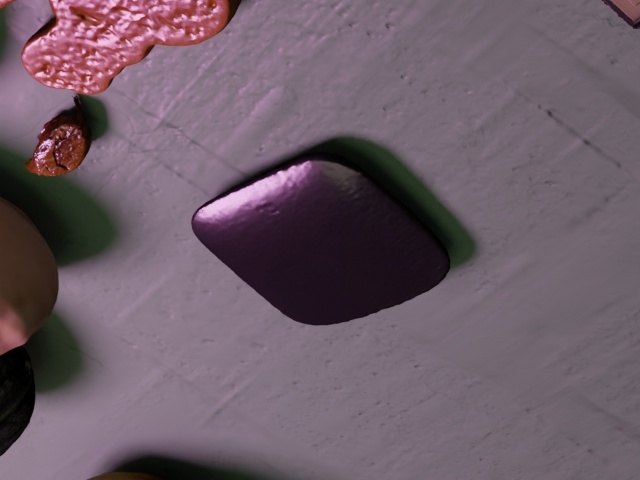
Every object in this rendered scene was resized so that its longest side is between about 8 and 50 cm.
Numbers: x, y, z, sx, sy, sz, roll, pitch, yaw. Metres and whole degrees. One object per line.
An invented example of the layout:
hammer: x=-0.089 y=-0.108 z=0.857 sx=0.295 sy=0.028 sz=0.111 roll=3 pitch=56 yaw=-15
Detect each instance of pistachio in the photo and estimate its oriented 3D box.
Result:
pistachio: x=-0.426 y=0.020 z=1.425 sx=0.318 sy=0.193 sz=0.214 roll=24 pitch=108 yaw=-16

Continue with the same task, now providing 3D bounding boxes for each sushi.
sushi: x=-0.252 y=-0.095 z=1.359 sx=0.050 sy=0.047 sz=0.099 roll=33 pitch=120 yaw=-33

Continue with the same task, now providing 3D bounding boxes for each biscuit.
biscuit: x=-0.167 y=-0.241 z=1.175 sx=0.334 sy=0.047 sz=0.202 roll=-21 pitch=126 yaw=37

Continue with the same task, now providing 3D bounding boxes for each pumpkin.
pumpkin: x=-0.433 y=0.162 z=1.602 sx=0.220 sy=0.162 sz=0.220 roll=14 pitch=131 yaw=17

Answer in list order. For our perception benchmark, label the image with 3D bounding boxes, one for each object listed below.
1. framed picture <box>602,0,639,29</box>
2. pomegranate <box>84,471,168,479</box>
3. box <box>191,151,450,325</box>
framed picture: x=0.242 y=-0.263 z=1.037 sx=0.199 sy=0.010 sz=0.195 roll=37 pitch=134 yaw=-20
pomegranate: x=-0.241 y=0.455 z=1.722 sx=0.332 sy=0.332 sz=0.332 roll=10 pitch=137 yaw=9
box: x=0.000 y=0.000 z=1.371 sx=0.212 sy=0.042 sz=0.201 roll=-25 pitch=123 yaw=36
